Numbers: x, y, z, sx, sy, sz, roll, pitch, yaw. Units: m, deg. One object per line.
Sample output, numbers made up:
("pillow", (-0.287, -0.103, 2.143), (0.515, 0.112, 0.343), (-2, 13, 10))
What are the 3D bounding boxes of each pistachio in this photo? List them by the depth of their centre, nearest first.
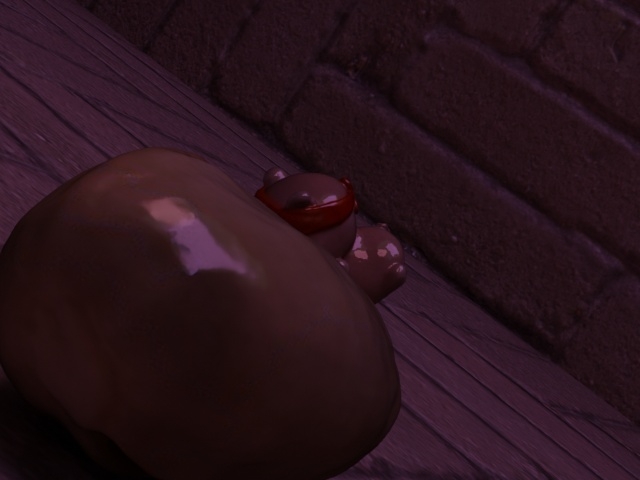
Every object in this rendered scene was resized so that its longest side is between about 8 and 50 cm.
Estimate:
("pistachio", (-0.062, 0.050, 0.735), (0.187, 0.187, 0.299), (38, 6, 30))

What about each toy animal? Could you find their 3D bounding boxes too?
("toy animal", (0.000, 0.000, 1.576), (0.198, 0.171, 0.171), (40, 4, -20))
